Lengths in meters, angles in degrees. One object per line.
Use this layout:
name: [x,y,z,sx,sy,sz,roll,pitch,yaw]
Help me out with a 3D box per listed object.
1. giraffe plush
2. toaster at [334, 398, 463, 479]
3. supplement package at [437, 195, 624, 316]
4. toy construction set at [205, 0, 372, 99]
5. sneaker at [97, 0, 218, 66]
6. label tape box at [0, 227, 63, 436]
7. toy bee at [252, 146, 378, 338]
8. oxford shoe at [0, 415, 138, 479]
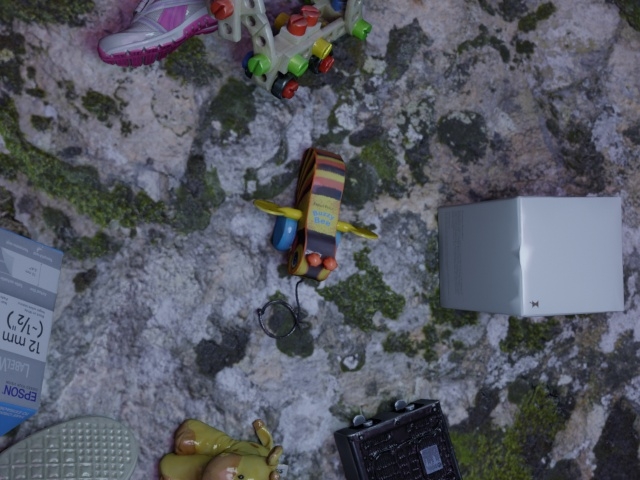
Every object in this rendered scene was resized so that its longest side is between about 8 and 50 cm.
giraffe plush: [-0.129,0.362,1.497,0.210,0.170,0.181,-5,90,-17]
toaster: [0.130,0.358,1.606,0.168,0.110,0.186,-18,94,-16]
supplement package: [0.323,0.024,1.576,0.175,0.293,0.177,-1,90,-16]
toy construction set: [-0.028,-0.344,1.513,0.327,0.215,0.151,-24,62,-37]
sneaker: [-0.236,-0.350,1.525,0.252,0.103,0.111,-32,95,-22]
label tape box: [-0.488,0.146,1.317,0.249,0.115,0.348,30,56,-50]
toy bee: [0.000,0.000,1.550,0.195,0.162,0.298,-8,91,-19]
oxford shoe: [-0.446,0.419,1.415,0.169,0.130,0.449,37,57,14]
